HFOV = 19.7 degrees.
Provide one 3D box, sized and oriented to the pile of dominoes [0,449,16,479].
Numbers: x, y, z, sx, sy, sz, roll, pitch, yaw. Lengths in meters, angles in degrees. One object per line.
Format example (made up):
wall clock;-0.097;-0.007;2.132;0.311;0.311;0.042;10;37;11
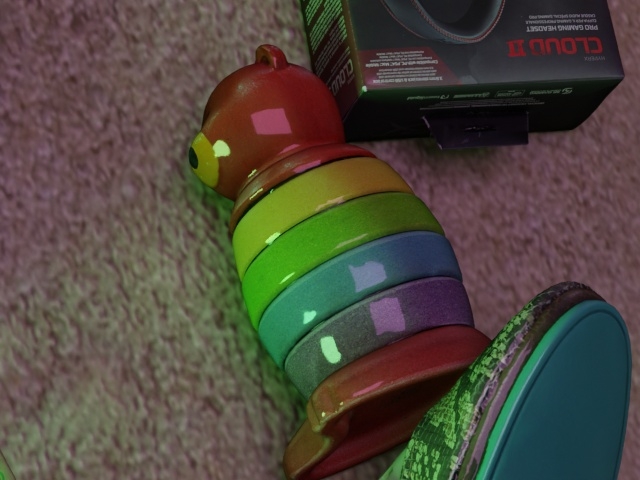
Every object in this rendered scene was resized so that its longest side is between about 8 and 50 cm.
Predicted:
pile of dominoes;-0.301;0.213;1.165;0.251;0.040;0.196;-28;55;-14

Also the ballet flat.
ballet flat;0.089;0.264;1.225;0.164;0.182;0.482;13;80;-44

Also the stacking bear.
stacking bear;0.000;0.000;1.328;0.164;0.175;0.289;-20;70;-19

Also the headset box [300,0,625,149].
headset box;0.100;-0.205;1.448;0.218;0.110;0.293;-3;72;-17
